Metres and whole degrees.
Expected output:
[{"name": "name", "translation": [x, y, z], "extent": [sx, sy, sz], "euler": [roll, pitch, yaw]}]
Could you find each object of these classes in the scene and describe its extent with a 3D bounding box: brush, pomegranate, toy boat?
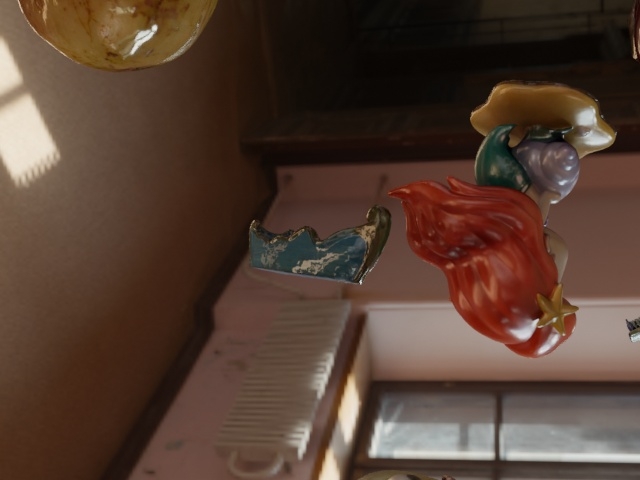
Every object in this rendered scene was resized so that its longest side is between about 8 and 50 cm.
[{"name": "brush", "translation": [0.521, 0.099, 1.401], "extent": [0.033, 0.178, 0.030], "euler": [64, 4, -46]}, {"name": "pomegranate", "translation": [-0.223, -0.303, 1.091], "extent": [0.248, 0.248, 0.248], "euler": [-2, 90, -78]}, {"name": "toy boat", "translation": [0.000, 0.000, 0.991], "extent": [0.075, 0.185, 0.077], "euler": [14, 85, -37]}]

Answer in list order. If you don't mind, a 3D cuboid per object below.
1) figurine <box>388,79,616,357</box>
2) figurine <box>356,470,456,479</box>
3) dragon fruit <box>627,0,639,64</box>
[{"name": "figurine", "translation": [0.192, -0.024, 1.031], "extent": [0.208, 0.180, 0.257], "euler": [42, 58, -46]}, {"name": "figurine", "translation": [0.084, 0.332, 0.874], "extent": [0.275, 0.226, 0.394], "euler": [-56, 179, -21]}, {"name": "dragon fruit", "translation": [0.352, -0.153, 0.623], "extent": [0.329, 0.329, 0.330], "euler": [-2, 90, -78]}]
